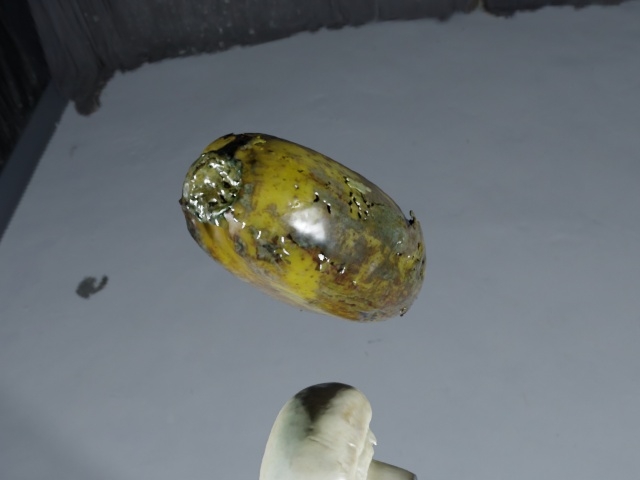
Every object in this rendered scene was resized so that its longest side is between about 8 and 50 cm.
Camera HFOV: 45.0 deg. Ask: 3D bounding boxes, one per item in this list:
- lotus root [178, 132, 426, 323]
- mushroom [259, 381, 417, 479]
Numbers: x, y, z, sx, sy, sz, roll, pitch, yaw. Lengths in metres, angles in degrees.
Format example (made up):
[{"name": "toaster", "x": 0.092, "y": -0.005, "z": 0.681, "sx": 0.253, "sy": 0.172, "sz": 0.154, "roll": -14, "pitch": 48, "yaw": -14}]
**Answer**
[{"name": "lotus root", "x": 0.000, "y": 0.000, "z": 0.909, "sx": 0.196, "sy": 0.397, "sz": 0.179, "roll": 30, "pitch": 91, "yaw": 38}, {"name": "mushroom", "x": 0.031, "y": 0.344, "z": 1.156, "sx": 0.234, "sy": 0.254, "sz": 0.260, "roll": 11, "pitch": 8, "yaw": 5}]
